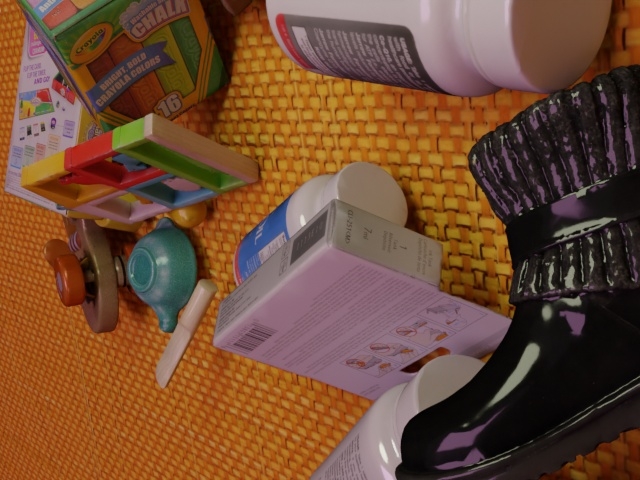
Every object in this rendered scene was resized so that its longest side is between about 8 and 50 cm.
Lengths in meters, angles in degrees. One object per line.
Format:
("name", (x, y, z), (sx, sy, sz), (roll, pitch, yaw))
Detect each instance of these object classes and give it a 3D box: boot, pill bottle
("boot", (0.171, 0.042, 0.755), (0.348, 0.131, 0.260), (-30, 82, 16))
("pill bottle", (0.096, 0.252, 0.971), (0.160, 0.160, 0.283), (55, 139, 22))
("pill bottle", (0.096, -0.212, 0.796), (0.283, 0.161, 0.161), (20, 119, 46))
("pill bottle", (0.000, 0.000, 1.027), (0.221, 0.124, 0.124), (-38, 74, 49))

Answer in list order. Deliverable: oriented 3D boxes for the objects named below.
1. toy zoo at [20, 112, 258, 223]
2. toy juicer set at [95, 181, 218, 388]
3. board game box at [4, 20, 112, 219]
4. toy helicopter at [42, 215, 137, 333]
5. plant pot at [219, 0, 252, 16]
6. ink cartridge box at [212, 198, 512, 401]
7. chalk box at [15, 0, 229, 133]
("toy zoo", (-0.253, -0.081, 1.195), (0.293, 0.192, 0.030), (-15, 67, 33))
("toy juicer set", (-0.213, 0.025, 1.343), (0.209, 0.089, 0.329), (-40, 64, 34))
("board game box", (-0.401, -0.209, 1.425), (0.242, 0.064, 0.317), (18, 100, 47))
("toy helicopter", (-0.411, 0.003, 1.568), (0.355, 0.140, 0.235), (65, 152, 28))
("plant pot", (-0.132, -0.379, 1.021), (0.237, 0.109, 0.237), (52, -177, -3))
("ink cartridge box", (0.047, 0.080, 0.967), (0.275, 0.239, 0.060), (-41, 34, 50))
("chalk box", (-0.258, -0.284, 1.098), (0.179, 0.180, 0.289), (49, 169, 28))
